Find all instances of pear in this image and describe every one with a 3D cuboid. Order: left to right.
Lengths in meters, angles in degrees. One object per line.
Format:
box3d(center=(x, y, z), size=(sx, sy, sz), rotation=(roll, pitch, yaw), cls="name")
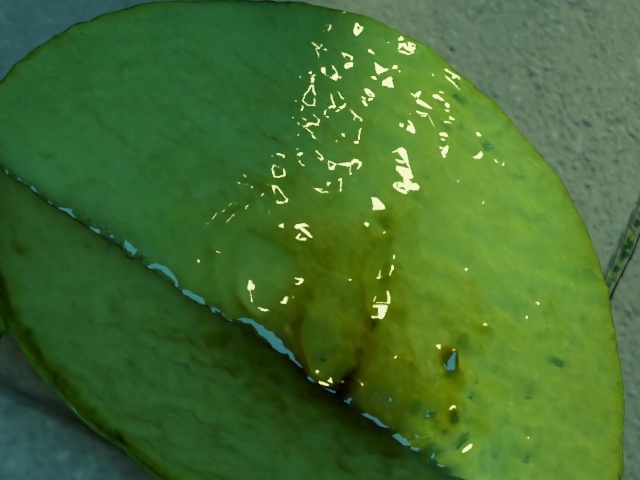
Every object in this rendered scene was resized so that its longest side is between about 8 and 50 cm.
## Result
box3d(center=(0.001, 0.004, 0.516), size=(0.288, 0.139, 0.239), rotation=(35, 51, -6), cls="pear")
